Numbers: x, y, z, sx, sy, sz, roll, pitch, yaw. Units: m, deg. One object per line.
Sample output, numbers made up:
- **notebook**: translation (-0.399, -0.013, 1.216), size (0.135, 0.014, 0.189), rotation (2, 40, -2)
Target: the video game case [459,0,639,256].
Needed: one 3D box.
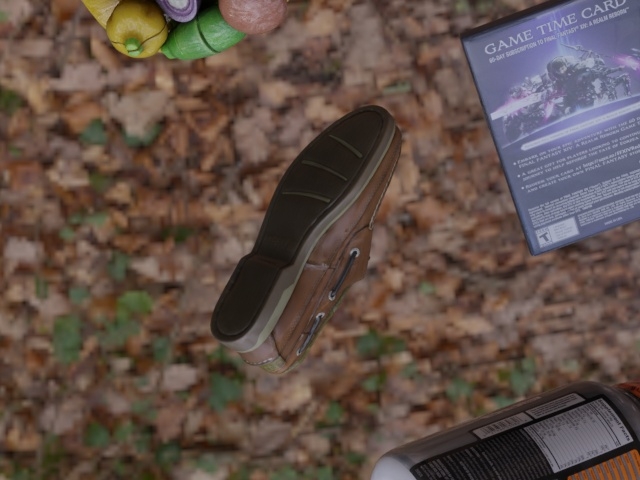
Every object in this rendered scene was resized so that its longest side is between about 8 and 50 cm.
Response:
- **video game case**: translation (0.282, -0.132, 1.654), size (0.196, 0.026, 0.274), rotation (-20, 115, 4)

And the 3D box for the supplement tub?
- **supplement tub**: translation (0.227, 0.264, 1.602), size (0.316, 0.193, 0.193), rotation (-16, 157, -22)

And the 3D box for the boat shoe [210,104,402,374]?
- **boat shoe**: translation (0.000, 0.000, 1.655), size (0.104, 0.307, 0.111), rotation (38, 175, -39)

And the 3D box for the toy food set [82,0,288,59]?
- **toy food set**: translation (-0.085, -0.194, 1.159), size (0.218, 0.071, 0.128), rotation (-21, 129, 21)
